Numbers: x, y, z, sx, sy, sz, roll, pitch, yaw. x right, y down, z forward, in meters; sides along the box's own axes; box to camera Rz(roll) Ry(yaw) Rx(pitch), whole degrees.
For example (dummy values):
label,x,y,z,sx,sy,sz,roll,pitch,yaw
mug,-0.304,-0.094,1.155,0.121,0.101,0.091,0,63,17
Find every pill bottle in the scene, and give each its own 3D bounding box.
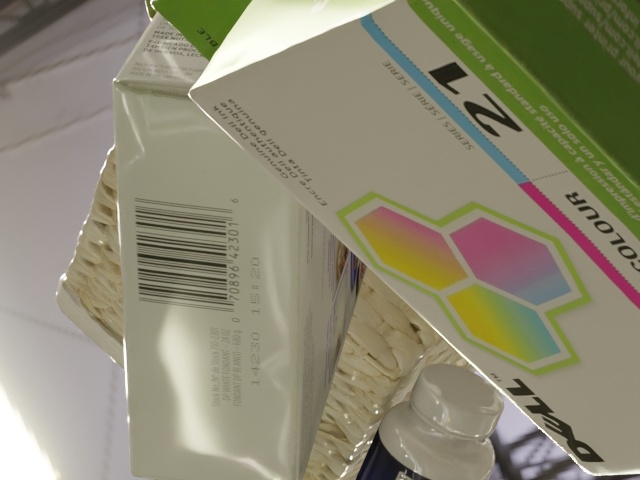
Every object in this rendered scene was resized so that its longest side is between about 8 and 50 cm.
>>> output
label,x,y,z,sx,sy,sz,roll,pitch,yaw
pill bottle,0.079,0.184,1.384,0.094,0.169,0.094,19,-157,-8

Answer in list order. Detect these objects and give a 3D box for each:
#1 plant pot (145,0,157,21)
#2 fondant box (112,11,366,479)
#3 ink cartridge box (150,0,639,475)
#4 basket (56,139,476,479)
label,x,y,z,sx,sy,sz,roll,pitch,yaw
plant pot,-0.051,-0.417,1.773,0.353,0.366,0.366,71,-149,-45
fondant box,-0.025,-0.051,1.005,0.330,0.096,0.238,-69,-17,-57
ink cartridge box,0.047,-0.016,0.563,0.189,0.255,0.097,43,-118,-19
basket,0.000,0.000,1.558,0.331,0.266,0.328,39,-126,12
